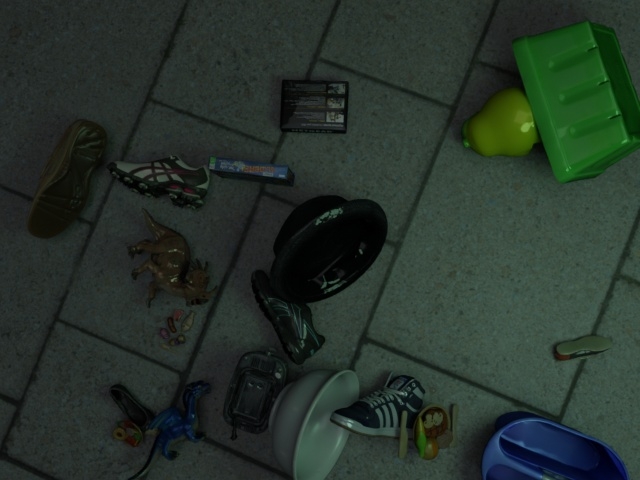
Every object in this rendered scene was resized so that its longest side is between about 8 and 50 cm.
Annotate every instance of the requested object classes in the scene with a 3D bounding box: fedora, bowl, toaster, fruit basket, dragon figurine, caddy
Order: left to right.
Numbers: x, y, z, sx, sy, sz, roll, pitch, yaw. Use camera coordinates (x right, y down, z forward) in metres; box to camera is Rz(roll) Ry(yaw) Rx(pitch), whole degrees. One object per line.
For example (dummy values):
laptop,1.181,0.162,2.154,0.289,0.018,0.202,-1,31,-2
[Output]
dragon figurine,-0.389,0.479,1.481,0.289,0.085,0.144,-33,87,-12
toaster,-0.158,0.382,1.453,0.129,0.146,0.227,16,87,6
bowl,-0.032,0.430,1.395,0.134,0.298,0.298,17,88,28
fedora,0.000,0.000,1.442,0.334,0.334,0.152,-39,51,1
fruit basket,0.552,-0.310,1.422,0.392,0.283,0.392,12,107,44
caddy,0.544,0.551,1.367,0.341,0.179,0.241,20,89,6

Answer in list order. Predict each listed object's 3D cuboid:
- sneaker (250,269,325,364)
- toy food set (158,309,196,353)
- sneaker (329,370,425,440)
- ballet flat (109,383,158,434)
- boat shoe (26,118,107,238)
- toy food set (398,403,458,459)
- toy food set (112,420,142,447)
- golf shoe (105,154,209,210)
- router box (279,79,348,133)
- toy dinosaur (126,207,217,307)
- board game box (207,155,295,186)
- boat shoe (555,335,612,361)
sneaker,-0.089,0.186,1.500,0.106,0.101,0.267,-29,86,-16
toy food set,-0.389,0.237,1.546,0.078,0.019,0.122,21,88,6
sneaker,0.146,0.390,1.398,0.282,0.099,0.153,21,83,-38
ballet flat,-0.496,0.451,1.526,0.173,0.049,0.057,43,89,4
boat shoe,-0.691,-0.167,1.563,0.110,0.121,0.341,24,85,43
toy food set,0.277,0.466,1.408,0.192,0.038,0.132,2,91,-32
toy food set,-0.505,0.509,1.522,0.083,0.020,0.083,36,117,6
golf shoe,-0.430,-0.173,1.550,0.272,0.105,0.120,17,72,0
router box,-0.017,-0.356,1.541,0.178,0.046,0.133,3,87,5
toy dinosaur,-0.382,0.055,1.513,0.200,0.127,0.296,-14,73,-4
board game box,-0.175,-0.177,1.497,0.201,0.136,0.035,8,87,6
boat shoe,0.656,0.274,1.445,0.137,0.049,0.043,-12,128,2
